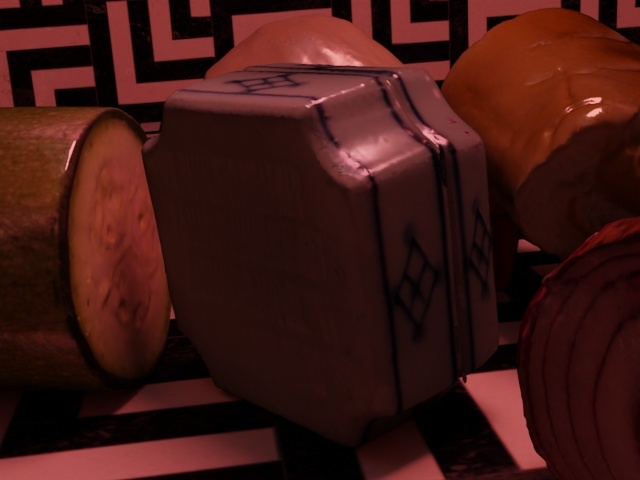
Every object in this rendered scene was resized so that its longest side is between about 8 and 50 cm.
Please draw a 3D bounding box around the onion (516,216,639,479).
[{"bbox_3d":[0.248,0.084,0.545,0.207,0.216,0.206,-7,-6,-28],"label":"onion"}]

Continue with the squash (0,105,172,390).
[{"bbox_3d":[-0.357,0.009,0.828,0.385,0.263,0.263,-2,16,10],"label":"squash"}]

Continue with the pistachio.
[{"bbox_3d":[0.008,-0.120,0.942,0.226,0.207,0.332,0,31,-44],"label":"pistachio"}]

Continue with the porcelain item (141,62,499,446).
[{"bbox_3d":[0.000,0.000,0.737,0.157,0.281,0.286,-22,22,-38],"label":"porcelain item"}]

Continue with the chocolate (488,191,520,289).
[{"bbox_3d":[0.123,-0.018,1.095,0.238,0.107,0.235,0,16,9],"label":"chocolate"}]

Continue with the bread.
[{"bbox_3d":[0.279,-0.106,0.924,0.301,0.210,0.341,34,17,-27],"label":"bread"}]
